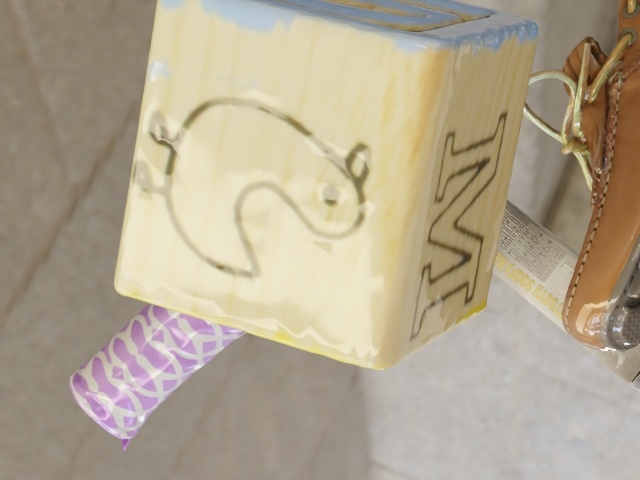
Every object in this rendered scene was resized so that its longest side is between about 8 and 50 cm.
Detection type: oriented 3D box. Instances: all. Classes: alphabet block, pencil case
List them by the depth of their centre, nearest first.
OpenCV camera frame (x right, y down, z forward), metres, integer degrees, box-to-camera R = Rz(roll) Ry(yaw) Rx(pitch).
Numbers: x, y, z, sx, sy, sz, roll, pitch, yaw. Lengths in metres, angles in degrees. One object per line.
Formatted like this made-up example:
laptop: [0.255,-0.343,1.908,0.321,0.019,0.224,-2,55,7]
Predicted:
alphabet block: [0.007,-0.054,1.185,0.193,0.192,0.197,-20,122,-63]
pencil case: [-0.138,0.097,1.794,0.206,0.088,0.086,-40,-156,9]

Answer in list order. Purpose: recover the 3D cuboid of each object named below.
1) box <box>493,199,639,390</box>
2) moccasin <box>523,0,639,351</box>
box: [0.233,0.063,1.562,0.056,0.231,0.183,-53,139,5]
moccasin: [0.230,-0.105,1.369,0.139,0.147,0.380,30,70,-59]
